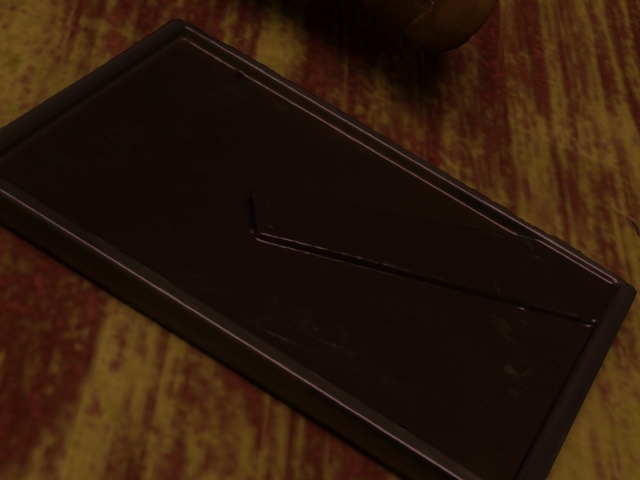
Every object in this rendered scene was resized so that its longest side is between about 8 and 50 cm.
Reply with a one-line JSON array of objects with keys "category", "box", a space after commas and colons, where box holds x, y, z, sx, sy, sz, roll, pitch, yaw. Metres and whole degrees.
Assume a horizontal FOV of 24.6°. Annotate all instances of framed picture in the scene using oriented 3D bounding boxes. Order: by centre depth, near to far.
[{"category": "framed picture", "box": [0.000, 0.000, 0.699, 0.289, 0.016, 0.213, 31, 35, 8]}]

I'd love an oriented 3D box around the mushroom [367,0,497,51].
[{"category": "mushroom", "box": [-0.037, -0.228, 0.871, 0.351, 0.095, 0.123, 37, 17, 13]}]
